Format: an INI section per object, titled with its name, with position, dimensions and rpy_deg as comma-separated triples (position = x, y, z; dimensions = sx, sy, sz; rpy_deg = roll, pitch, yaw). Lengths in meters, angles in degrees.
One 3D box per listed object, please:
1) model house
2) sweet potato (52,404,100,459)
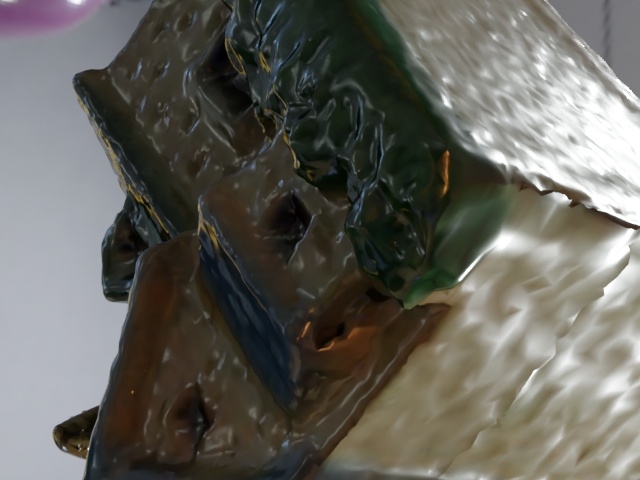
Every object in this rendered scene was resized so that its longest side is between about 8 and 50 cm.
[model house]
position = 0.000, 0.000, 0.929
dimensions = 0.343, 0.334, 0.382
rpy_deg = -51, -131, 24
[sweet potato]
position = -0.067, 0.108, 1.098
dimensions = 0.067, 0.273, 0.067
rpy_deg = 17, -68, 48
